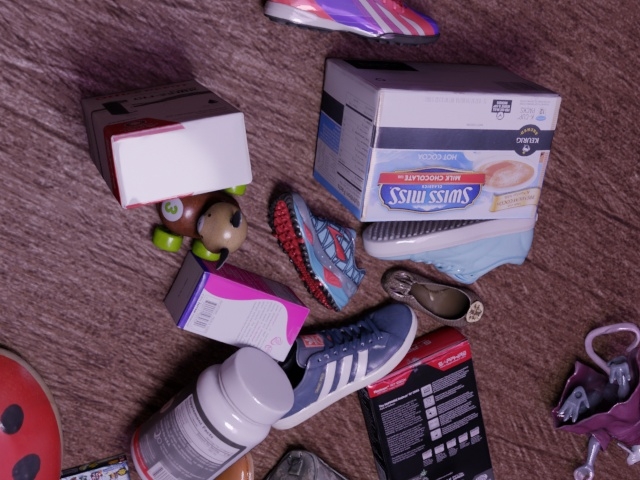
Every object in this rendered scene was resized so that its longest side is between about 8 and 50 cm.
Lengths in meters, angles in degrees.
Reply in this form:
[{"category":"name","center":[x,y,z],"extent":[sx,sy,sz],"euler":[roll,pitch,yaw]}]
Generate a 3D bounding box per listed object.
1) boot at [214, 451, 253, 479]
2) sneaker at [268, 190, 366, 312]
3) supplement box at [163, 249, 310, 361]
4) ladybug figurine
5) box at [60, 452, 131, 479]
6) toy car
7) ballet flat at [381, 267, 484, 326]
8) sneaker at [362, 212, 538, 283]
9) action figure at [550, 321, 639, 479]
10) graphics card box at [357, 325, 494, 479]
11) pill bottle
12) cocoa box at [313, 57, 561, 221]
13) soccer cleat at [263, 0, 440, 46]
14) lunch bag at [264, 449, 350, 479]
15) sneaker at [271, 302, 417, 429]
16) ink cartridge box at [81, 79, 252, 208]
[{"category":"boot","center":[-0.266,0.499,1.934],"extent":[0.220,0.109,0.283],"euler":[18,114,-29]},{"category":"sneaker","center":[0.000,0.000,1.851],"extent":[0.125,0.104,0.262],"euler":[-42,127,-22]},{"category":"supplement box","center":[-0.148,0.117,1.811],"extent":[0.220,0.114,0.111],"euler":[23,100,-28]},{"category":"ladybug figurine","center":[-0.581,0.385,1.710],"extent":[0.305,0.162,0.449],"euler":[-3,112,-22]},{"category":"box","center":[-0.419,0.456,1.887],"extent":[0.137,0.027,0.094],"euler":[-14,117,-18]},{"category":"toy car","center":[-0.181,-0.027,1.692],"extent":[0.149,0.188,0.155],"euler":[14,105,-28]},{"category":"ballet flat","center":[0.230,0.114,1.999],"extent":[0.250,0.058,0.084],"euler":[23,88,-29]},{"category":"sneaker","center":[0.251,0.023,1.930],"extent":[0.366,0.135,0.150],"euler":[-7,111,-20]},{"category":"action figure","center":[0.655,0.384,2.266],"extent":[0.370,0.248,0.276],"euler":[37,51,-43]},{"category":"graphics card box","center":[0.215,0.378,2.088],"extent":[0.233,0.094,0.371],"euler":[-22,117,-14]},{"category":"pill bottle","center":[-0.190,0.320,1.799],"extent":[0.161,0.161,0.283],"euler":[33,118,-30]},{"category":"cocoa box","center":[0.193,-0.174,1.764],"extent":[0.347,0.231,0.228],"euler":[-1,113,-22]},{"category":"soccer cleat","center":[0.065,-0.394,1.695],"extent":[0.318,0.108,0.116],"euler":[6,105,-22]},{"category":"lunch bag","center":[0.002,0.584,2.017],"extent":[0.305,0.212,0.256],"euler":[42,67,-30]},{"category":"sneaker","center":[0.019,0.207,1.906],"extent":[0.350,0.131,0.148],"euler":[-35,127,-6]},{"category":"ink cartridge box","center":[-0.242,-0.156,1.565],"extent":[0.197,0.273,0.114],"euler":[-13,112,-18]}]
